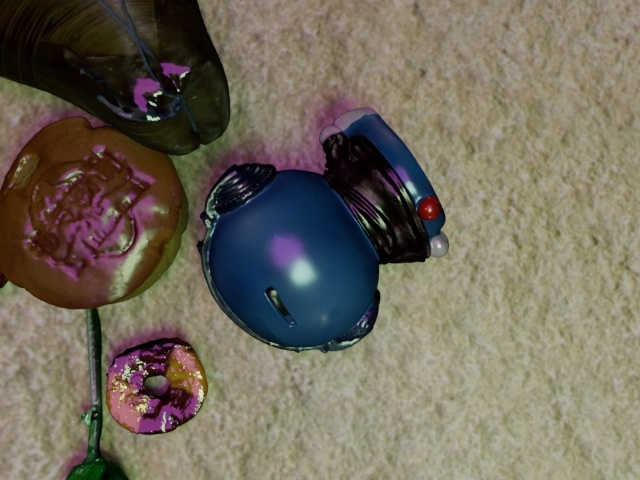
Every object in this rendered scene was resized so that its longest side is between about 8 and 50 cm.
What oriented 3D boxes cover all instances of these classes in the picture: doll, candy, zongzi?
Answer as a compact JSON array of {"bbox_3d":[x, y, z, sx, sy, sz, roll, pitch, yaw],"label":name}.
[{"bbox_3d":[0.000,0.000,0.784,0.309,0.240,0.284,-32,109,3],"label":"doll"},{"bbox_3d":[-0.319,0.240,0.849,0.096,0.097,0.324,-9,71,1],"label":"candy"},{"bbox_3d":[-0.353,-0.227,0.807,0.431,0.208,0.404,-22,56,-4],"label":"zongzi"}]

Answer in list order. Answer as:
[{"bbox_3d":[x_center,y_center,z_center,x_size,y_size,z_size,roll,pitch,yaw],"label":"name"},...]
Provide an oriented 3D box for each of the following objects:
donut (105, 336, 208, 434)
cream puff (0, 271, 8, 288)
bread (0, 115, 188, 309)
[{"bbox_3d":[-0.226,0.202,0.845,0.140,0.059,0.141,1,79,-4],"label":"donut"},{"bbox_3d":[-0.512,0.023,0.880,0.148,0.084,0.149,-1,82,6],"label":"cream puff"},{"bbox_3d":[-0.317,-0.036,0.848,0.269,0.148,0.270,0,80,2],"label":"bread"}]
